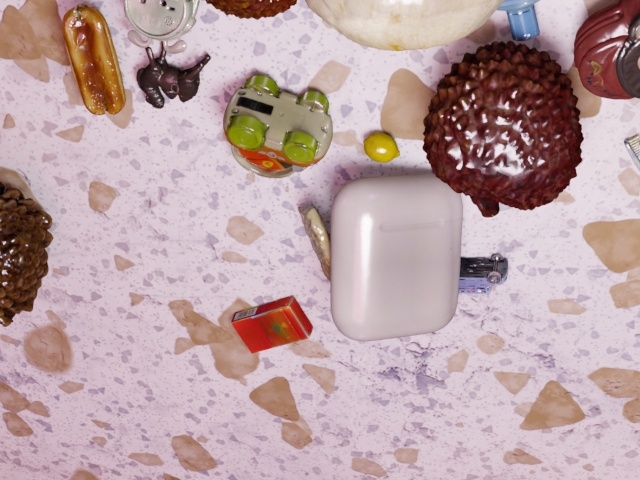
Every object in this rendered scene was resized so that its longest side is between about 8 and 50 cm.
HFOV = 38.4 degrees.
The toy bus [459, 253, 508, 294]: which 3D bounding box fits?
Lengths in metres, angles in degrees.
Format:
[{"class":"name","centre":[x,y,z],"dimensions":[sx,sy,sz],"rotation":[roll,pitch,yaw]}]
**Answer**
[{"class":"toy bus","centre":[0.336,0.078,2.052],"dimensions":[0.167,0.073,0.076],"rotation":[1,130,16]}]

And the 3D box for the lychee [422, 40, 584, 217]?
[{"class":"lychee","centre":[0.339,-0.201,1.710],"dimensions":[0.306,0.306,0.330],"rotation":[14,103,3]}]

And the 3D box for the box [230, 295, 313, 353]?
[{"class":"box","centre":[-0.119,0.208,2.271],"dimensions":[0.175,0.048,0.112],"rotation":[-16,120,24]}]

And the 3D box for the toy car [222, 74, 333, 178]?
[{"class":"toy car","centre":[-0.093,-0.209,1.912],"dimensions":[0.235,0.145,0.235],"rotation":[12,148,7]}]

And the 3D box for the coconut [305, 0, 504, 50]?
[{"class":"coconut","centre":[0.137,-0.518,1.451],"dimensions":[0.415,0.345,0.415],"rotation":[-3,120,-6]}]

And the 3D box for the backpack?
[{"class":"backpack","centre":[0.560,-0.344,1.643],"dimensions":[0.229,0.139,0.229],"rotation":[-1,142,-1]}]

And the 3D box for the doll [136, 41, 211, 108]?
[{"class":"doll","centre":[-0.313,-0.333,1.902],"dimensions":[0.139,0.057,0.165],"rotation":[20,134,-4]}]

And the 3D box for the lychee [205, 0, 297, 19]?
[{"class":"lychee","centre":[-0.135,-0.507,1.625],"dimensions":[0.271,0.236,0.236],"rotation":[0,129,37]}]

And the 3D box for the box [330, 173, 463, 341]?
[{"class":"box","centre":[0.159,0.036,1.924],"dimensions":[0.288,0.141,0.349],"rotation":[-5,106,-19]}]

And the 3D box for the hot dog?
[{"class":"hot dog","centre":[-0.467,-0.370,1.901],"dimensions":[0.100,0.068,0.250],"rotation":[-3,129,3]}]

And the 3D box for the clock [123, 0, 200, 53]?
[{"class":"clock","centre":[-0.311,-0.459,1.780],"dimensions":[0.151,0.062,0.191],"rotation":[12,116,3]}]

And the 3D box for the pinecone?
[{"class":"pinecone","centre":[-0.832,0.028,2.115],"dimensions":[0.384,0.384,0.384],"rotation":[6,128,8]}]

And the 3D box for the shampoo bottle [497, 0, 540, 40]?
[{"class":"shampoo bottle","centre":[0.339,-0.479,1.632],"dimensions":[0.103,0.061,0.258],"rotation":[-8,124,22]}]

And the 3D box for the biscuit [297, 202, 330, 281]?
[{"class":"biscuit","centre":[0.000,0.000,2.022],"dimensions":[0.040,0.188,0.265],"rotation":[-23,154,-4]}]

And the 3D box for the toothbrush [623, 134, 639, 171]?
[{"class":"toothbrush","centre":[0.722,-0.071,1.876],"dimensions":[0.037,0.028,0.375],"rotation":[-32,114,23]}]

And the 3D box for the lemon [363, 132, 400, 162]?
[{"class":"lemon","centre":[0.127,-0.191,1.901],"dimensions":[0.083,0.062,0.062],"rotation":[22,128,-8]}]
